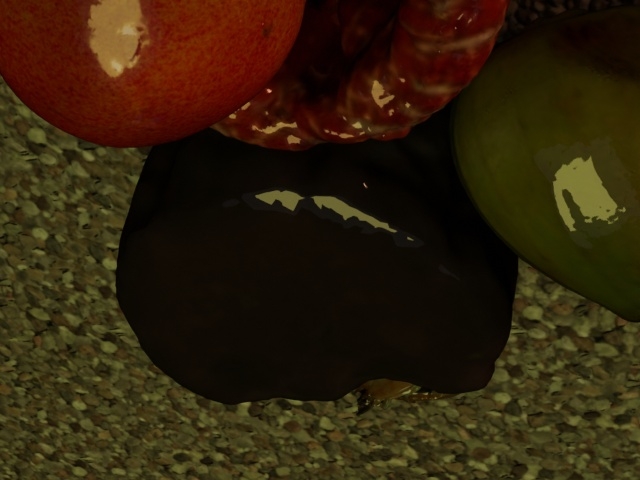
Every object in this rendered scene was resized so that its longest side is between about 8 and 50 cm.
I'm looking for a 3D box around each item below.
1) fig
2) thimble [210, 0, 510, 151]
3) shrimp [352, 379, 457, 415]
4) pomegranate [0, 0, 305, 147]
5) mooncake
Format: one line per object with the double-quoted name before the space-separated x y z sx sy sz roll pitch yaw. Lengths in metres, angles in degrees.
"fig" 0.234 -0.060 1.096 0.239 0.239 0.271 -18 87 30
"thimble" 0.005 -0.257 1.016 0.350 0.230 0.350 10 134 11
"shrimp" 0.107 0.162 1.514 0.099 0.041 0.180 31 134 -32
"pomegranate" -0.114 -0.185 0.818 0.221 0.221 0.257 8 124 10
"mooncake" 0.000 0.000 1.259 0.381 0.212 0.350 6 145 6
